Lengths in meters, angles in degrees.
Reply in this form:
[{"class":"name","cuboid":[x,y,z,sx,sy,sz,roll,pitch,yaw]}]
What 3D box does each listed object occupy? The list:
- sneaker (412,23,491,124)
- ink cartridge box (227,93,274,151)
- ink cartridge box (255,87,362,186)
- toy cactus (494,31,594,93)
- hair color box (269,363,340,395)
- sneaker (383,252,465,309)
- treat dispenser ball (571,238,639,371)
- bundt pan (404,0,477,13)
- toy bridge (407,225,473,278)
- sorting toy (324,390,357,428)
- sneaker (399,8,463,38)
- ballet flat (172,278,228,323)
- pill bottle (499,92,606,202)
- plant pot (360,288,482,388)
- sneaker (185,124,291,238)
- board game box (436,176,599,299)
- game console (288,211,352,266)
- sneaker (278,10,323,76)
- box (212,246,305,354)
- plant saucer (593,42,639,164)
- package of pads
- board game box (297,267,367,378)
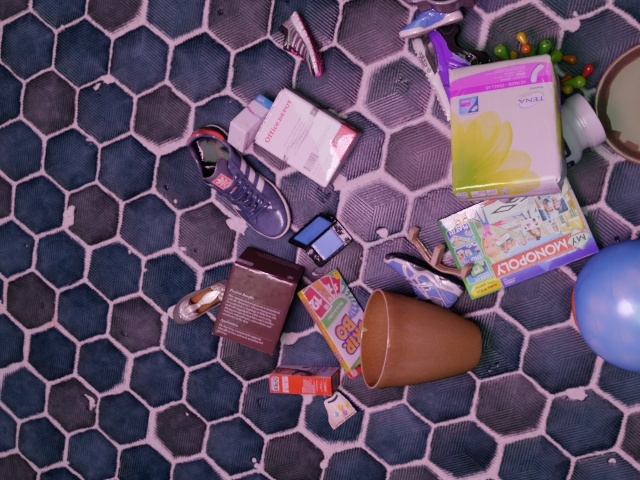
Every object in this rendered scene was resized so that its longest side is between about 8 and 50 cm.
[{"class":"sneaker","cuboid":[0.336,-0.366,1.751,0.146,0.102,0.293,-27,91,18]},{"class":"ink cartridge box","cuboid":[-0.173,-0.291,1.887,0.052,0.122,0.088,35,150,7]},{"class":"ink cartridge box","cuboid":[-0.030,-0.257,1.882,0.218,0.092,0.158,33,107,7]},{"class":"toy cactus","cuboid":[0.485,-0.363,1.718,0.219,0.112,0.180,20,114,3]},{"class":"hair color box","cuboid":[-0.041,0.365,1.992,0.167,0.093,0.053,-1,98,16]},{"class":"sneaker","cuboid":[0.246,0.098,1.869,0.211,0.080,0.081,28,106,11]},{"class":"treat dispenser ball","cuboid":[0.692,0.139,1.636,0.288,0.288,0.288,3,100,16]},{"class":"bundt pan","cuboid":[0.280,-0.645,1.676,0.331,0.124,0.331,-3,78,14]},{"class":"toy bridge","cuboid":[0.284,0.037,1.849,0.188,0.026,0.063,37,139,29]},{"class":"sorting toy","cuboid":[0.049,0.442,2.009,0.083,0.045,0.075,-41,79,19]},{"class":"sneaker","cuboid":[0.249,-0.532,1.771,0.152,0.058,0.084,-16,92,21]},{"class":"ballet flat","cuboid":[-0.329,0.169,2.055,0.213,0.068,0.072,-30,91,19]},{"class":"pill bottle","cuboid":[0.488,-0.209,1.701,0.265,0.153,0.153,-29,90,11]},{"class":"plant pot","cuboid":[0.247,0.245,1.821,0.254,0.237,0.237,6,102,-10]},{"class":"sneaker","cuboid":[-0.218,-0.141,1.927,0.131,0.148,0.350,-42,87,18]},{"class":"board game box","cuboid":[0.466,-0.014,1.804,0.317,0.046,0.213,-24,91,19]},{"class":"game console","cuboid":[0.000,0.000,1.928,0.122,0.071,0.107,-40,87,19]},{"class":"sneaker","cuboid":[-0.051,-0.472,1.867,0.075,0.063,0.170,-26,87,18]},{"class":"box","cuboid":[-0.156,0.151,1.938,0.168,0.167,0.203,20,104,2]},{"class":"plant saucer","cuboid":[0.749,-0.302,1.675,0.278,0.041,0.278,3,99,16]},{"class":"package of pads","cuboid":[0.395,-0.234,1.604,0.229,0.101,0.296,-4,75,21]},{"class":"board game box","cuboid":[0.058,0.211,1.926,0.259,0.124,0.039,60,147,-2]}]
